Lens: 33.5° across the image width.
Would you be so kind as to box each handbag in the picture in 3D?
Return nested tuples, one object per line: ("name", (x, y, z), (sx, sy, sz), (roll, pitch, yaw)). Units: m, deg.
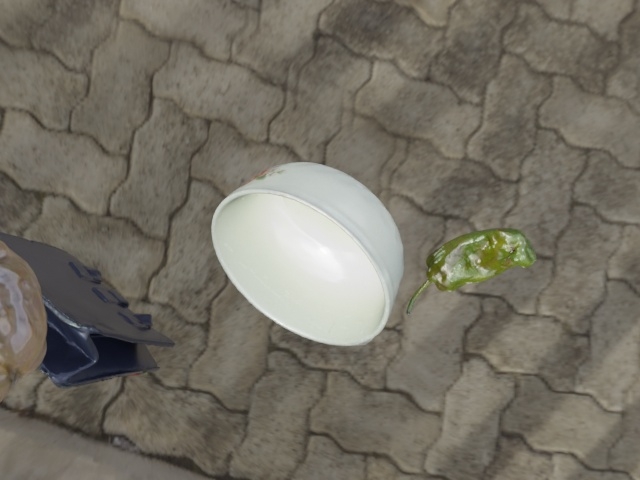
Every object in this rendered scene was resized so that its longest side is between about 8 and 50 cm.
("handbag", (-0.441, 0.122, 1.838), (0.303, 0.329, 0.122), (37, 97, 20))

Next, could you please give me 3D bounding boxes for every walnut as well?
("walnut", (-0.491, 0.103, 1.372), (0.273, 0.227, 0.273), (0, 87, 4))

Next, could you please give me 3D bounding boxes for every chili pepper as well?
("chili pepper", (0.197, 0.029, 1.465), (0.072, 0.204, 0.073), (56, 34, -20))

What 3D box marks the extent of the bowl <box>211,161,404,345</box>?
("bowl", (0.000, 0.000, 1.458), (0.277, 0.277, 0.145), (38, 53, -4))
